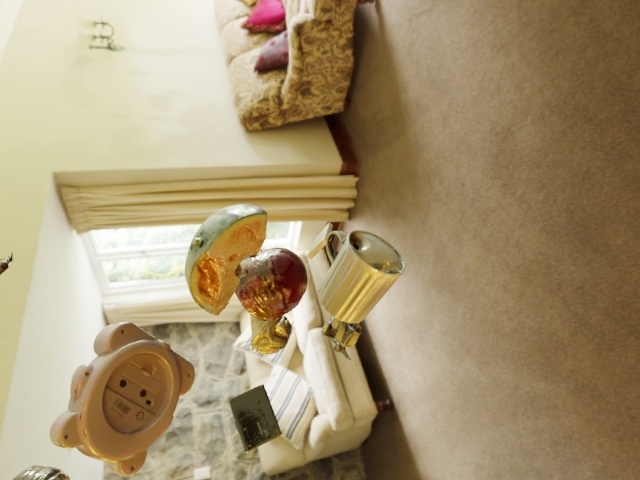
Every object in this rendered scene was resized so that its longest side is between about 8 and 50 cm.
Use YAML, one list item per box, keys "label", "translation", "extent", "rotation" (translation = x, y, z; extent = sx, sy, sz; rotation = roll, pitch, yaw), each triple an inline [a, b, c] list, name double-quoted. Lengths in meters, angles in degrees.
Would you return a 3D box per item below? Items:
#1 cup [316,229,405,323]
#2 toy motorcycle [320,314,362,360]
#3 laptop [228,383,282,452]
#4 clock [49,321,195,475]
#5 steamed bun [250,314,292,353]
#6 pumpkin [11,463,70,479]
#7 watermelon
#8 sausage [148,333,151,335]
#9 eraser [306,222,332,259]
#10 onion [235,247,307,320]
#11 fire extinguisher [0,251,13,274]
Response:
- label: "cup"
  translation: [0.097, 0.083, 1.178]
  extent: [0.202, 0.166, 0.221]
  rotation: [-60, 24, 30]
- label: "toy motorcycle"
  translation: [0.084, 0.318, 1.608]
  extent: [0.157, 0.090, 0.263]
  rotation: [-68, 15, 1]
- label: "laptop"
  translation: [-0.252, 0.669, 1.678]
  extent: [0.026, 0.153, 0.207]
  rotation: [81, 164, -57]
- label: "clock"
  translation: [-0.506, 0.408, 1.156]
  extent: [0.113, 0.295, 0.322]
  rotation: [-15, 40, 38]
- label: "steamed bun"
  translation: [-0.247, 0.435, 2.266]
  extent: [0.268, 0.207, 0.280]
  rotation: [90, 176, -66]
- label: "pumpkin"
  translation: [-0.947, 0.874, 1.403]
  extent: [0.317, 0.139, 0.222]
  rotation: [-60, -9, 10]
- label: "watermelon"
  translation: [-0.288, 0.018, 1.177]
  extent: [0.188, 0.175, 0.322]
  rotation: [36, 98, 38]
- label: "sausage"
  translation: [-0.804, 0.486, 1.871]
  extent: [0.071, 0.234, 0.071]
  rotation: [23, 137, 22]
- label: "eraser"
  translation: [0.000, 0.000, 1.670]
  extent: [0.104, 0.023, 0.150]
  rotation: [-45, 12, 25]
- label: "onion"
  translation: [-0.179, 0.163, 1.775]
  extent: [0.282, 0.260, 0.336]
  rotation: [67, -169, 6]
- label: "fire extinguisher"
  translation: [-1.002, 0.106, 1.341]
  extent: [0.035, 0.048, 0.173]
  rotation: [62, -150, -30]
